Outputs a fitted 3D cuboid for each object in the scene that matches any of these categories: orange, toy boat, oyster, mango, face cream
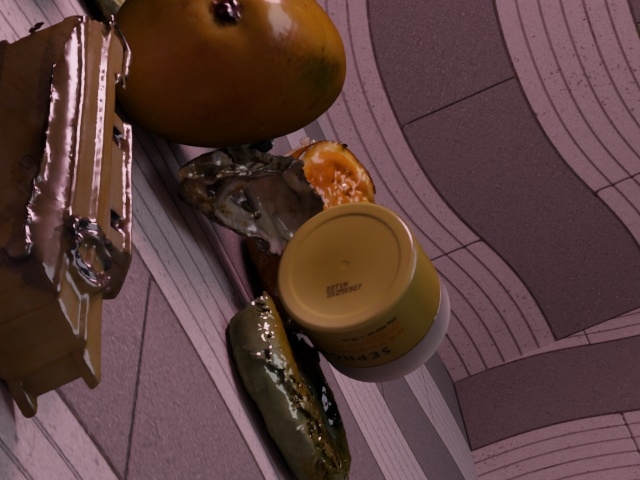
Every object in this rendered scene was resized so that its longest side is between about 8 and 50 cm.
[{"bbox_3d":[0.000,-0.001,2.086,0.274,0.274,0.310,-88,-166,-71],"label":"orange"},{"bbox_3d":[-0.237,-0.038,1.139,0.162,0.136,0.445,54,19,-40],"label":"toy boat"},{"bbox_3d":[-0.104,-0.066,1.824,0.341,0.166,0.110,8,28,-48],"label":"oyster"},{"bbox_3d":[-0.118,-0.241,1.746,0.446,0.300,0.232,21,53,-73],"label":"mango"},{"bbox_3d":[0.065,0.077,1.875,0.179,0.218,0.218,54,15,-53],"label":"face cream"}]

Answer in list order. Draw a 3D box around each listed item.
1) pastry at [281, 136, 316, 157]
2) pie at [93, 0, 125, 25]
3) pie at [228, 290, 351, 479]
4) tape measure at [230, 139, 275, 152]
[{"bbox_3d":[-0.034,-0.154,2.809,0.121,0.089,0.258,61,10,-8],"label":"pastry"},{"bbox_3d":[-0.304,-0.426,1.808,0.274,0.105,0.257,63,18,-22],"label":"pie"},{"bbox_3d":[-0.034,0.227,1.840,0.371,0.078,0.296,43,27,-73],"label":"pie"},{"bbox_3d":[-0.145,-0.240,2.273,0.200,0.106,0.175,61,-8,33],"label":"tape measure"}]
